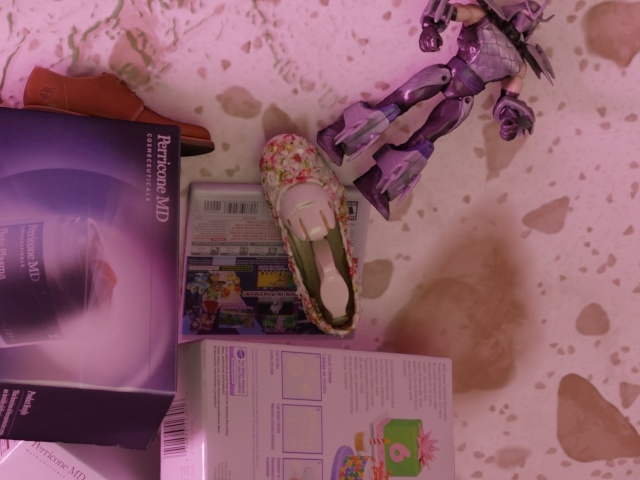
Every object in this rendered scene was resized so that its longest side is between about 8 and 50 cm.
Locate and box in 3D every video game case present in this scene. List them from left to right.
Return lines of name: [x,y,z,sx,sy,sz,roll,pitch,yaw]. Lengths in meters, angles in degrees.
video game case: [-0.051,0.025,1.941,0.201,0.023,0.183,1,114,-13]

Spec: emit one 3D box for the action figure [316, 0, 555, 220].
action figure: [0.137,-0.158,1.857,0.285,0.099,0.185,-42,106,4]

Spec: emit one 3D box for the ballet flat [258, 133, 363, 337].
ballet flat: [0.000,0.000,1.884,0.091,0.077,0.241,-21,116,-2]

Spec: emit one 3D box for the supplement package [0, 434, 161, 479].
supplement package: [-0.260,0.272,1.908,0.262,0.204,0.145,39,101,-23]

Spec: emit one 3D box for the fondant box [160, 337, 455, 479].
fondant box: [-0.009,0.236,1.888,0.330,0.096,0.238,7,77,-33]

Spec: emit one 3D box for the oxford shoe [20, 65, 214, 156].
oxford shoe: [-0.204,-0.133,1.816,0.212,0.076,0.076,14,72,-27]

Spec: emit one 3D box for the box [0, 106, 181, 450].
box: [-0.293,0.033,1.726,0.294,0.296,0.183,5,154,-15]
